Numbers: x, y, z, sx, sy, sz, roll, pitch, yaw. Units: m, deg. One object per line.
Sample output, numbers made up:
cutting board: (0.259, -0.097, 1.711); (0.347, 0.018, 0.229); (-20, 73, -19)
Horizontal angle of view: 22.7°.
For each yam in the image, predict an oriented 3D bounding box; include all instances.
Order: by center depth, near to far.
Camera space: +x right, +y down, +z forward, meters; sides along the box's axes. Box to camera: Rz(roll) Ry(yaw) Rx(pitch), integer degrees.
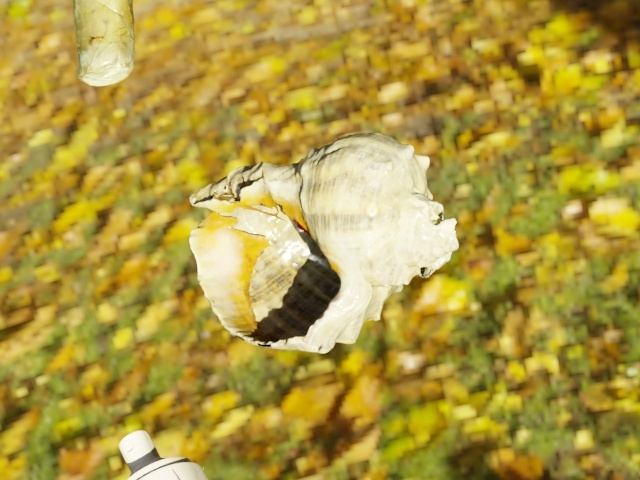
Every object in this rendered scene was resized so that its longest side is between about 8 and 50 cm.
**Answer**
yam: (-0.234, -0.305, 1.663); (0.071, 0.317, 0.067); (-27, -29, 38)

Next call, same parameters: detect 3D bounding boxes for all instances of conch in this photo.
conch: (0.014, 0.002, 1.505); (0.159, 0.210, 0.291); (6, 1, -43)

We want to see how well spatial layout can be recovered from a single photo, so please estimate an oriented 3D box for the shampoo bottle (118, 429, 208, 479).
shampoo bottle: (-0.097, 0.292, 1.358); (0.092, 0.092, 0.303); (-21, 60, -17)
